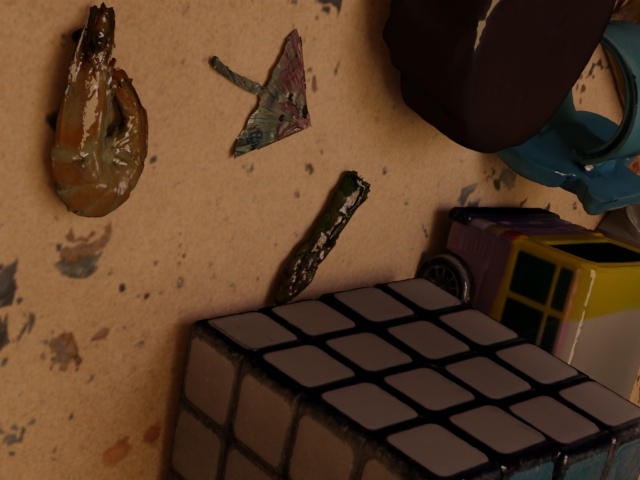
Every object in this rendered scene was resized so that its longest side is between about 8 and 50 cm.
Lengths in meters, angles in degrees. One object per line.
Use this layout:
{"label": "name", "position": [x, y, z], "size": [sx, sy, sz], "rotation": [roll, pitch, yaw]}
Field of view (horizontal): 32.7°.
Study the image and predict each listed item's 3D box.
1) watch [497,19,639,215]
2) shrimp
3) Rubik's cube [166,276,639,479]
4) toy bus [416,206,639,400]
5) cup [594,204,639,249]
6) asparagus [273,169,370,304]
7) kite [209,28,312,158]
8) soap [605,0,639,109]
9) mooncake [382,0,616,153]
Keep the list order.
{"label": "watch", "position": [0.333, -0.157, 1.299], "size": [0.211, 0.211, 0.193], "rotation": [-19, 140, -40]}
{"label": "shrimp", "position": [-0.176, -0.104, 0.897], "size": [0.099, 0.041, 0.180], "rotation": [-15, 119, -43]}
{"label": "Rubik's cube", "position": [0.070, 0.270, 1.101], "size": [0.337, 0.344, 0.344], "rotation": [-9, 118, -43]}
{"label": "toy bus", "position": [0.242, 0.198, 1.329], "size": [0.209, 0.249, 0.439], "rotation": [-1, 109, -46]}
{"label": "cup", "position": [0.524, 0.048, 1.557], "size": [0.227, 0.257, 0.301], "rotation": [-42, 132, -28]}
{"label": "asparagus", "position": [0.000, 0.000, 1.144], "size": [0.165, 0.030, 0.036], "rotation": [-56, 147, -11]}
{"label": "kite", "position": [-0.053, -0.140, 1.037], "size": [0.157, 0.011, 0.139], "rotation": [26, 86, -51]}
{"label": "soap", "position": [0.484, -0.239, 1.488], "size": [0.160, 0.080, 0.257], "rotation": [-43, 135, -6]}
{"label": "mooncake", "position": [0.186, -0.237, 1.141], "size": [0.283, 0.141, 0.283], "rotation": [-31, 139, -32]}
